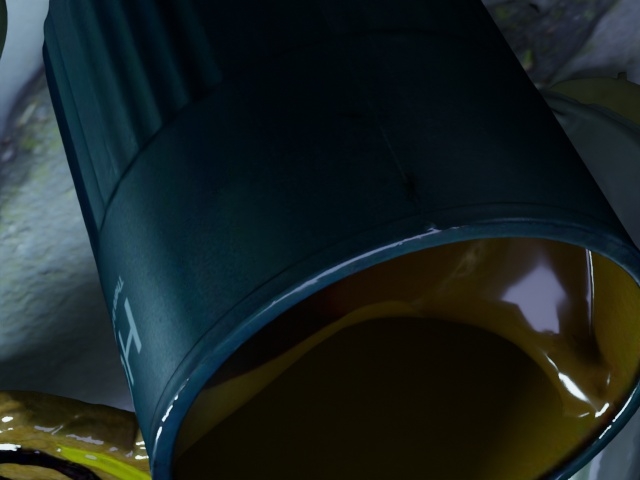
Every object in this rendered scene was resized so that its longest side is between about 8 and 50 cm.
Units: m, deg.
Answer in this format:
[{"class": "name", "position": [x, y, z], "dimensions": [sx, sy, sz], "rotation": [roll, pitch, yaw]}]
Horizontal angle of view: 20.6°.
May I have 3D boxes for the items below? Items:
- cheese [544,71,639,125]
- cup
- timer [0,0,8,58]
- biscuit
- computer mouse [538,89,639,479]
[{"class": "cheese", "position": [0.170, -0.017, 1.110], "dimensions": [0.123, 0.093, 0.167], "rotation": [-4, 140, 0]}, {"class": "cup", "position": [0.014, -0.011, 0.891], "dimensions": [0.242, 0.292, 0.308], "rotation": [-33, 141, 11]}, {"class": "timer", "position": [-0.330, -0.107, 0.678], "dimensions": [0.291, 0.290, 0.315], "rotation": [-35, 118, 14]}, {"class": "biscuit", "position": [-0.158, 0.134, 1.062], "dimensions": [0.290, 0.041, 0.208], "rotation": [-3, 158, 26]}, {"class": "computer mouse", "position": [0.111, 0.075, 1.029], "dimensions": [0.095, 0.197, 0.330], "rotation": [-14, 122, -58]}]
